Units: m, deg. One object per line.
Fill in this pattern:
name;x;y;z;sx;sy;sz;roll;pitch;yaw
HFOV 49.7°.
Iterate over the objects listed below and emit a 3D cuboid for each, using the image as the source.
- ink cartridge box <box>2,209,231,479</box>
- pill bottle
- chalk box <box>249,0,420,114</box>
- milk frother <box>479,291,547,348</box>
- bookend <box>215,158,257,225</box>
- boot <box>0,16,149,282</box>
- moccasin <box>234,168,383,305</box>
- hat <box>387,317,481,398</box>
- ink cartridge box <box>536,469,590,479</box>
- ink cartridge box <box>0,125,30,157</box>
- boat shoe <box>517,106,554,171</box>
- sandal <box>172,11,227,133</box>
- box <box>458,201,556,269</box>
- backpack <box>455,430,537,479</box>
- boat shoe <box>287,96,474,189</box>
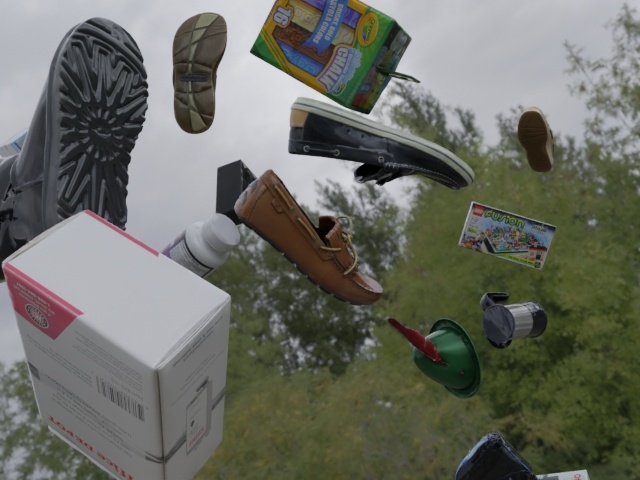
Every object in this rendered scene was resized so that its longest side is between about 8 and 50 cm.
ink cartridge box;-0.217;0.139;0.766;0.117;0.207;0.283;-45;-24;-41
pill bottle;-0.263;0.028;1.460;0.193;0.108;0.108;-36;-26;28
chalk box;0.050;-0.355;1.311;0.179;0.289;0.180;-60;-13;13
milk frother;0.411;0.198;1.558;0.134;0.129;0.143;1;-67;-41
bookend;-0.197;-0.096;1.774;0.072;0.156;0.157;-17;-35;19
boot;-0.473;-0.106;1.030;0.445;0.367;0.146;-13;-28;33
moccasin;0.000;-0.001;1.434;0.147;0.380;0.139;-46;18;6
hat;0.218;0.266;1.493;0.183;0.209;0.173;-12;-16;-29
ink cartridge box;0.419;0.525;1.315;0.208;0.087;0.153;-14;13;19
ink cartridge box;-0.572;-0.168;1.375;0.181;0.104;0.061;4;47;53
boat shoe;0.444;-0.216;1.416;0.063;0.059;0.170;4;-36;28
sandal;-0.167;-0.227;0.945;0.072;0.180;0.049;4;-11;-4
box;0.453;-0.012;1.687;0.207;0.114;0.036;17;10;5
backpack;0.295;0.400;1.191;0.114;0.105;0.084;-46;-12;8
boat shoe;0.146;-0.208;1.729;0.500;0.156;0.187;17;2;-14
